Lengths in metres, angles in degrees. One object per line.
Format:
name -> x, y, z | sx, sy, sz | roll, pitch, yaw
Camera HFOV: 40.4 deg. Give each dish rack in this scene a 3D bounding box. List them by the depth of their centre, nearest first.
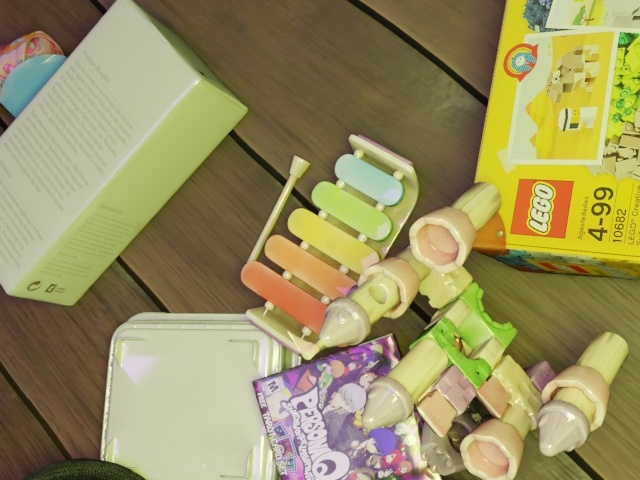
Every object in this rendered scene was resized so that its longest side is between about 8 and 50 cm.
dish rack -> -0.195, 0.247, 1.303 | 0.332, 0.072, 0.286 | -2, 78, 23

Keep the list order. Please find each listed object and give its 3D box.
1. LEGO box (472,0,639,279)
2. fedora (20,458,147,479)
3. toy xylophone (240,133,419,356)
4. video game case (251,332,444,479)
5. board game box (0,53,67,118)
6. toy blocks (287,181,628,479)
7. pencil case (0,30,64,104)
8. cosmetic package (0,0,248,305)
LEGO box -> 0.411, -0.202, 1.017 | 0.372, 0.193, 0.500 | 6, 81, 37
fedora -> -0.343, 0.486, 1.250 | 0.152, 0.334, 0.334 | -37, 59, 58
toy xylophone -> 0.000, 0.000, 1.258 | 0.236, 0.081, 0.323 | 23, 89, 27
video game case -> 0.038, 0.268, 1.177 | 0.210, 0.042, 0.232 | -19, 77, 7
board game box -> -0.457, -0.243, 1.486 | 0.133, 0.169, 0.033 | -37, 37, 2
toy blocks -> 0.121, 0.152, 0.968 | 0.288, 0.260, 0.309 | 50, 136, 2
pencil case -> -0.598, -0.289, 1.571 | 0.284, 0.124, 0.124 | -10, 75, 22
cosmetic package -> -0.363, -0.136, 1.405 | 0.453, 0.161, 0.230 | -46, 65, 9
